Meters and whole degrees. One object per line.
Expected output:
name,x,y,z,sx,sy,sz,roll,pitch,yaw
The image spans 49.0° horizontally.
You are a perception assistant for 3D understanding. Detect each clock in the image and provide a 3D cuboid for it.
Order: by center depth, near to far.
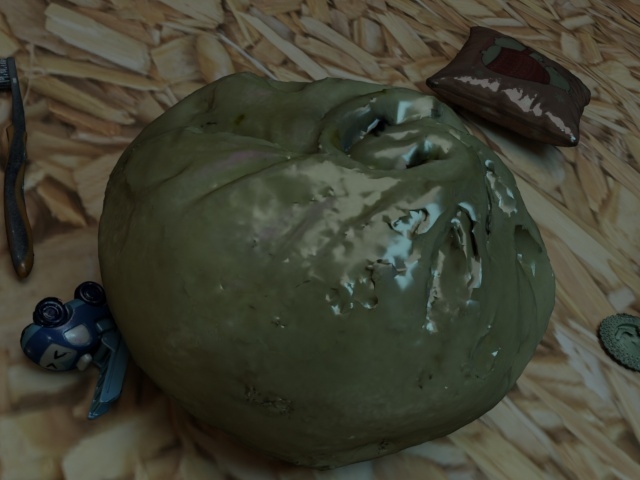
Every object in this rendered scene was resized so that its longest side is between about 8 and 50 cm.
clock,0.331,0.108,0.743,0.083,0.010,0.074,-11,51,-31

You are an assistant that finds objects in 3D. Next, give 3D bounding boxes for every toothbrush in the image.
toothbrush,-0.292,-0.085,0.669,0.031,0.023,0.321,-9,48,-22

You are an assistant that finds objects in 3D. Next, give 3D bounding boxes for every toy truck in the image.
toy truck,-0.173,0.083,0.522,0.090,0.056,0.073,50,41,12

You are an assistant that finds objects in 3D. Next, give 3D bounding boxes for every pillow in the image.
pillow,0.286,-0.228,1.026,0.223,0.084,0.236,27,39,9

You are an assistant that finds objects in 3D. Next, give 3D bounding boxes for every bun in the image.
bun,0.000,0.000,0.550,0.362,0.234,0.326,39,47,15
